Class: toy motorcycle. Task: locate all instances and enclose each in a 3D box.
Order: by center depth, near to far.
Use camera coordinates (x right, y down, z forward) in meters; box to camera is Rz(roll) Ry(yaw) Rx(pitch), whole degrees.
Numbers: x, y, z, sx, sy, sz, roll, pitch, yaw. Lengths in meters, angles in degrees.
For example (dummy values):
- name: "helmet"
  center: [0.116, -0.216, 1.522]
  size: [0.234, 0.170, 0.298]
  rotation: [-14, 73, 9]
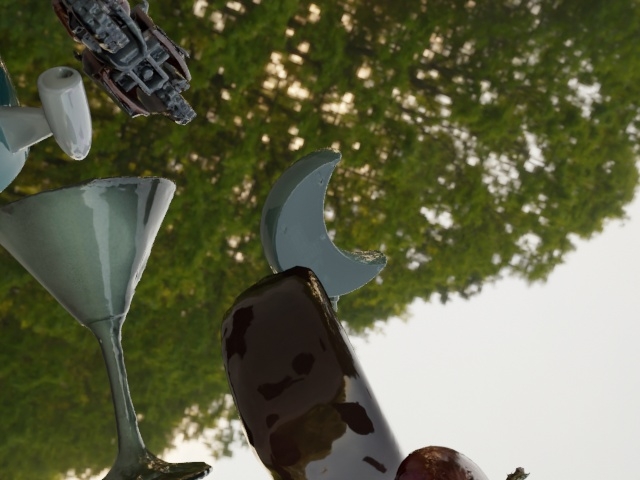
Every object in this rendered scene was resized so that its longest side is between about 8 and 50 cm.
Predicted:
- name: "toy motorcycle"
  center: [-0.177, -0.174, 0.759]
  size: [0.084, 0.212, 0.118]
  rotation: [-38, -110, 0]

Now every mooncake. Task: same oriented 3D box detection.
- name: "mooncake"
  center: [-0.016, 0.205, 1.147]
  size: [0.333, 0.174, 0.326]
  rotation: [62, 1, 12]

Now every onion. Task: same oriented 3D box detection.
- name: "onion"
  center: [0.156, 0.266, 0.880]
  size: [0.140, 0.150, 0.150]
  rotation: [-31, -139, 22]

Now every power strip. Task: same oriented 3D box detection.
- name: "power strip"
  center: [0.000, 0.000, 1.270]
  size: [0.168, 0.253, 0.054]
  rotation: [-32, -144, -12]

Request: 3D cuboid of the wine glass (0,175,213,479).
- name: "wine glass"
  center: [-0.285, 0.138, 1.187]
  size: [0.267, 0.267, 0.405]
  rotation: [-19, -97, 63]

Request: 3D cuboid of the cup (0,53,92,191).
- name: "cup"
  center: [-0.319, -0.127, 0.660]
  size: [0.173, 0.300, 0.167]
  rotation: [89, 12, -48]
